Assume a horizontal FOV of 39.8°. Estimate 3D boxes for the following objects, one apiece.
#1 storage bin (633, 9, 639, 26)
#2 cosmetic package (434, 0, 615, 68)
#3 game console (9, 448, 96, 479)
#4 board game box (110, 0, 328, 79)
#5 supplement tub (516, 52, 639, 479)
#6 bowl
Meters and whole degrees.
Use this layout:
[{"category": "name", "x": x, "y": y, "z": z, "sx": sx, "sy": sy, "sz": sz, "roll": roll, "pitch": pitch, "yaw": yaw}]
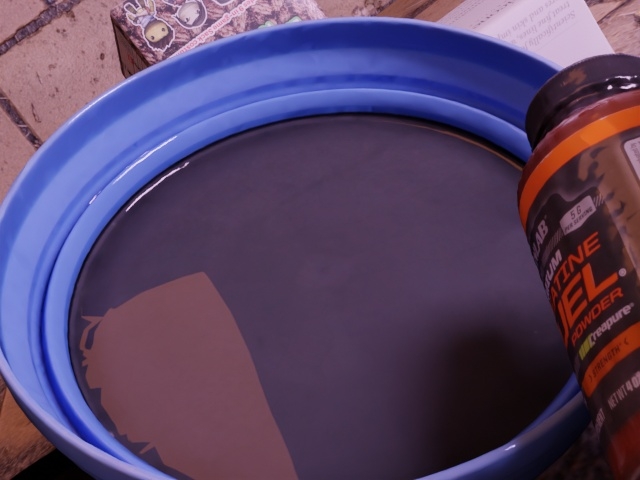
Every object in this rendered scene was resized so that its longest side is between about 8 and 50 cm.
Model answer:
[{"category": "storage bin", "x": 0.346, "y": -0.140, "z": 0.496, "sx": 0.262, "sy": 0.123, "sz": 0.260, "roll": -33, "pitch": 16, "yaw": 12}, {"category": "cosmetic package", "x": 0.164, "y": -0.134, "z": 0.793, "sx": 0.151, "sy": 0.151, "sz": 0.184, "roll": -36, "pitch": 16, "yaw": 3}, {"category": "game console", "x": -0.125, "y": 0.211, "z": 0.607, "sx": 0.386, "sy": 0.060, "sz": 0.342, "roll": -34, "pitch": 22, "yaw": 10}, {"category": "board game box", "x": -0.042, "y": -0.101, "z": 0.806, "sx": 0.141, "sy": 0.291, "sz": 0.232, "roll": -38, "pitch": 6, "yaw": -9}, {"category": "supplement tub", "x": 0.147, "y": 0.008, "z": 0.377, "sx": 0.106, "sy": 0.106, "sz": 0.198, "roll": -29, "pitch": 46, "yaw": 22}, {"category": "bowl", "x": 0.000, "y": 0.000, "z": 0.537, "sx": 0.391, "sy": 0.077, "sz": 0.391, "roll": -4, "pitch": 45, "yaw": 4}]
